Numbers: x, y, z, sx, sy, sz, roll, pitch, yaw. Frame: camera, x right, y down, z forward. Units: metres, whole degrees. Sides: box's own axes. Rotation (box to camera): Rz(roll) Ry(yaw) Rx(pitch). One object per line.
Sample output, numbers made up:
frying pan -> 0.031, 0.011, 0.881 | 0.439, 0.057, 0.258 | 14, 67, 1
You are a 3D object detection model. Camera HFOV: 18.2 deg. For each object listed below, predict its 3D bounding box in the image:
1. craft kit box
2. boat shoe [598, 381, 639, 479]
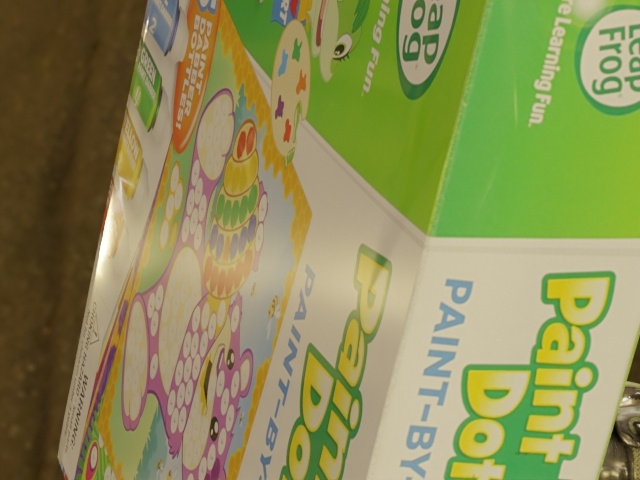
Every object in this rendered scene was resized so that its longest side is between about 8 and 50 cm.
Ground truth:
craft kit box -> 0.000, 0.000, 0.491 | 0.246, 0.061, 0.250 | -134, 53, -62
boat shoe -> 0.180, 0.113, 1.066 | 0.073, 0.223, 0.080 | 2, 94, 56
